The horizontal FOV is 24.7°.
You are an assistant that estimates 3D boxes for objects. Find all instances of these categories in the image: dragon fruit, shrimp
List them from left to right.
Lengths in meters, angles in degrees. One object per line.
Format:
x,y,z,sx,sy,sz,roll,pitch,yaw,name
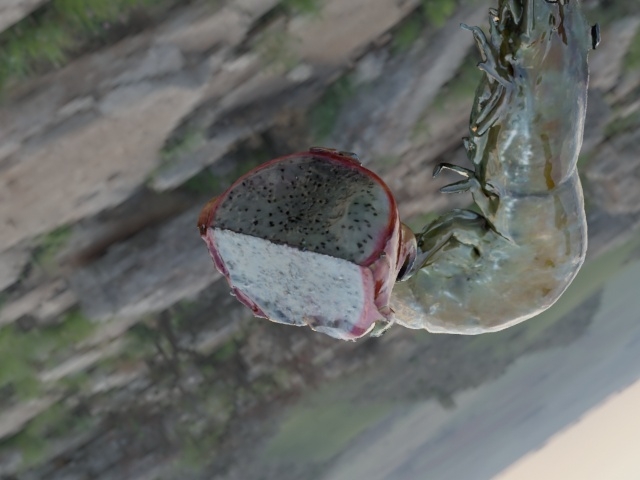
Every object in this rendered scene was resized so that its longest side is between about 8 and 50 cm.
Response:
0.000,0.000,0.594,0.060,0.083,0.056,-62,149,-35,dragon fruit
0.078,-0.059,0.866,0.169,0.058,0.296,-5,126,-1,shrimp
